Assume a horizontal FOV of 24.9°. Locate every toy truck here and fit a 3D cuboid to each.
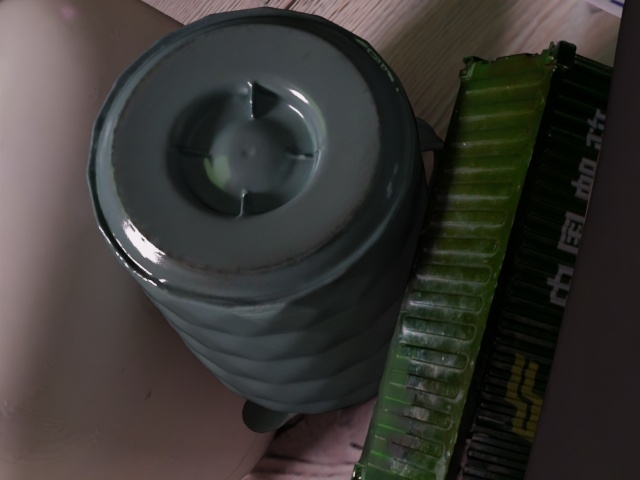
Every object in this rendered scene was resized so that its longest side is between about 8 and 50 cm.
[{"bbox_3d":[0.095,0.062,0.597,0.088,0.121,0.259,2,76,67],"label":"toy truck"}]

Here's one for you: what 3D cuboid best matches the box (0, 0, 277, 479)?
[{"bbox_3d":[-0.111,0.016,0.866,0.141,0.349,0.289,13,87,24],"label":"box"}]

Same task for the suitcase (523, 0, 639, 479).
[{"bbox_3d":[0.186,0.021,0.339,0.283,0.194,0.434,-1,75,65],"label":"suitcase"}]

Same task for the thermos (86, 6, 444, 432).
[{"bbox_3d":[0.000,0.000,0.736,0.182,0.145,0.286,-45,-21,-8],"label":"thermos"}]

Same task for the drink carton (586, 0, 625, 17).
[{"bbox_3d":[0.084,-0.184,0.543,0.106,0.315,0.130,-14,60,59],"label":"drink carton"}]
